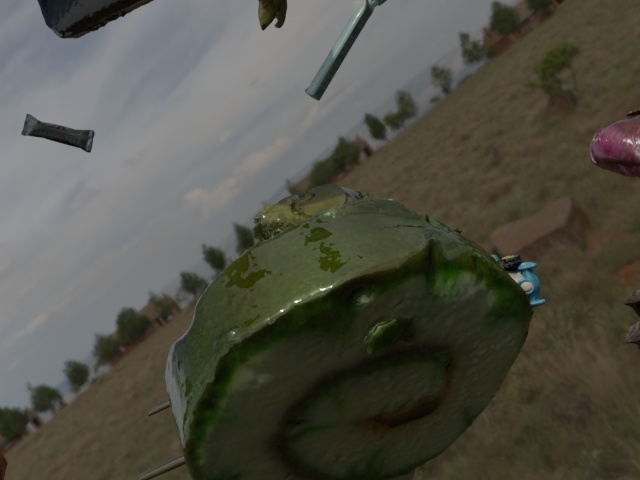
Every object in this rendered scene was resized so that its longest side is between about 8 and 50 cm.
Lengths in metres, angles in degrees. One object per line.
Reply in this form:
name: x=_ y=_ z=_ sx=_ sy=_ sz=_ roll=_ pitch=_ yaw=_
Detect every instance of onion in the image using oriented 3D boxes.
onion: x=0.690 y=-0.210 z=1.755 sx=0.230 sy=0.163 sz=0.230 roll=4 pitch=16 yaw=-1

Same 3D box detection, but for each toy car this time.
toy car: x=0.286 y=0.091 z=1.403 sx=0.098 sy=0.126 sz=0.162 roll=-14 pitch=1 yaw=-37

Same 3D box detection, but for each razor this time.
razor: x=0.051 y=-0.414 z=1.707 sx=0.056 sy=0.111 sz=0.277 roll=19 pitch=81 yaw=44

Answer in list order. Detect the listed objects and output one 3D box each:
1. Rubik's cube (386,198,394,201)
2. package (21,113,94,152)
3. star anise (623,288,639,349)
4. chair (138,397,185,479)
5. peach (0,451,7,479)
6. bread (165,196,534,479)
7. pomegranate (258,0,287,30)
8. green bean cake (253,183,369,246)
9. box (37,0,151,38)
Rubik's cube: x=0.044 y=0.075 z=1.434 sx=0.205 sy=0.207 sz=0.205 roll=-13 pitch=17 yaw=30
package: x=-0.408 y=-0.167 z=1.296 sx=0.015 sy=0.110 sz=0.037 roll=0 pitch=80 yaw=55
star anise: x=0.565 y=0.147 z=1.278 sx=0.099 sy=0.214 sz=0.220 roll=-51 pitch=4 yaw=43
chair: x=-0.130 y=0.313 z=1.325 sx=0.272 sy=0.166 sz=0.188 roll=-27 pitch=29 yaw=9
peach: x=-0.446 y=0.273 z=0.942 sx=0.127 sy=0.172 sz=0.092 roll=-36 pitch=41 yaw=38
bread: x=0.033 y=0.145 z=0.854 sx=0.367 sy=0.381 sz=0.129 roll=-18 pitch=42 yaw=-11
pomegranate: x=-0.058 y=-0.446 z=1.240 sx=0.211 sy=0.211 sz=0.263 roll=-45 pitch=-17 yaw=-55
green bean cake: x=0.000 y=0.000 z=1.795 sx=0.285 sy=0.202 sz=0.310 roll=-13 pitch=26 yaw=-5
box: x=-0.442 y=-0.605 z=1.603 sx=0.351 sy=0.358 sz=0.091 roll=-14 pitch=6 yaw=29
